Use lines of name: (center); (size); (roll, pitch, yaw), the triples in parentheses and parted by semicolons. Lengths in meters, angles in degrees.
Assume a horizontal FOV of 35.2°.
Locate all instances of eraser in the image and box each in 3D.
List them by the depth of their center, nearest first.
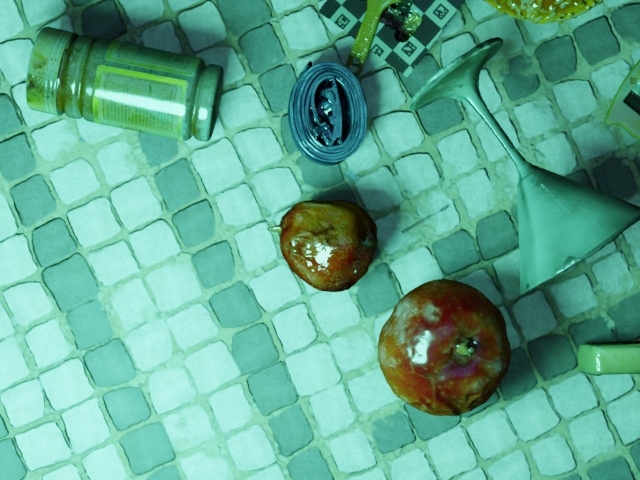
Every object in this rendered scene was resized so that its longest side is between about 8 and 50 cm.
eraser: (0.565, 0.211, 1.826); (0.172, 0.117, 0.058); (-2, 87, -3)

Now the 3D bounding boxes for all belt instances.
belt: (0.012, -0.235, 1.841); (0.142, 0.082, 0.190); (-2, 88, -8)

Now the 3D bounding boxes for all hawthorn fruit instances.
hawthorn fruit: (0.226, 0.184, 1.737); (0.242, 0.271, 0.241); (2, 80, -9)
hawthorn fruit: (0.015, 0.002, 1.793); (0.173, 0.173, 0.179); (-40, 90, -4)

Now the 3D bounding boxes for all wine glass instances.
wine glass: (0.352, -0.139, 1.775); (0.267, 0.267, 0.406); (-33, 85, -4)

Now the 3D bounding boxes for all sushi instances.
sushi: (0.139, -0.439, 1.873); (0.215, 0.050, 0.192); (38, 101, 8)

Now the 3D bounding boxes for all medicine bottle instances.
medicine bottle: (-0.343, -0.273, 1.792); (0.323, 0.151, 0.151); (11, 87, -2)

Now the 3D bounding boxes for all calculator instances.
calculator: (0.648, -0.276, 1.900); (0.157, 0.033, 0.236); (39, 84, 1)

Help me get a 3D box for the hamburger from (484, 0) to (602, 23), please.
hamburger: (0.387, -0.551, 1.742); (0.330, 0.250, 0.329); (5, 125, 8)

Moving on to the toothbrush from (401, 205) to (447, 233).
toothbrush: (0.194, -0.039, 1.876); (0.097, 0.008, 0.006); (-30, 75, -3)

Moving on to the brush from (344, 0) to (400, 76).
brush: (0.094, -0.405, 1.855); (0.083, 0.010, 0.218); (21, 100, 10)
